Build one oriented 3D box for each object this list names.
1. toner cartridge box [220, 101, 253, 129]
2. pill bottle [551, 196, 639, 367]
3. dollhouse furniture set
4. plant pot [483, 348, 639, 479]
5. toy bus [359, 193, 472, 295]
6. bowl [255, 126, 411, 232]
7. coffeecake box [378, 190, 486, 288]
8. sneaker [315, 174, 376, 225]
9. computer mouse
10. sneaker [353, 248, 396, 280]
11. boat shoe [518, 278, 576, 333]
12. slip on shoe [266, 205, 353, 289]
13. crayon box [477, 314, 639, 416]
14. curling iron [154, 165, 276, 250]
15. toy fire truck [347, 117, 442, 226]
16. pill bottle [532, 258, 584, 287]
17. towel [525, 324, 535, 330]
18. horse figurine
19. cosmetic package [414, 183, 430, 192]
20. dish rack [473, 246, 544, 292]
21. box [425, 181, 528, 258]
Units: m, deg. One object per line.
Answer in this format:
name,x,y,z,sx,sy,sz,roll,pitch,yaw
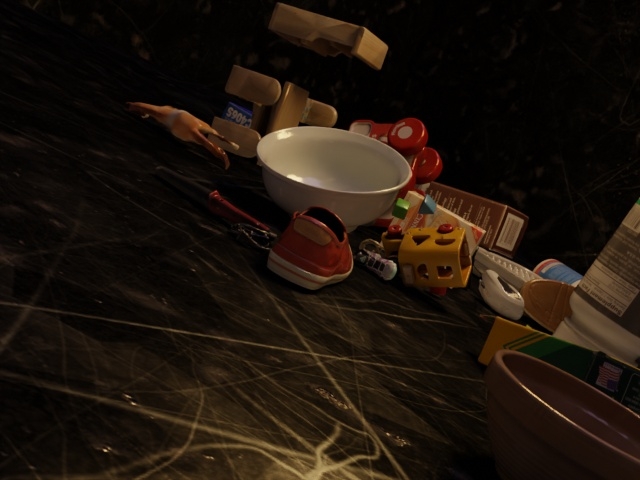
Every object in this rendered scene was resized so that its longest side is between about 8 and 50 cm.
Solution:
toner cartridge box,-0.132,-0.296,2.620,0.348,0.075,0.165,35,13,37
pill bottle,0.636,0.103,1.772,0.204,0.361,0.204,30,12,-7
dollhouse furniture set,-0.034,-0.355,2.207,0.257,0.393,0.362,22,6,23
plant pot,0.258,0.219,0.899,0.237,0.109,0.237,26,10,-5
toy bus,0.181,0.036,1.639,0.191,0.202,0.104,34,40,-5
bowl,0.016,-0.103,1.703,0.298,0.134,0.297,8,30,-4
coffeecake box,0.244,-0.003,1.925,0.186,0.142,0.068,30,10,12
sneaker,0.063,-0.095,1.966,0.148,0.131,0.350,37,15,9
computer mouse,0.369,0.102,1.923,0.042,0.106,0.193,-8,38,-32
sneaker,0.090,0.040,1.600,0.069,0.038,0.098,21,2,-30
boat shoe,0.592,0.189,2.063,0.342,0.123,0.123,20,-18,-17
slip on shoe,0.000,0.000,1.358,0.123,0.101,0.331,27,8,6
crayon box,0.372,0.199,1.283,0.202,0.081,0.318,25,-2,-17
curling iron,-0.170,-0.059,1.383,0.274,0.035,0.068,35,11,34
toy fire truck,0.153,-0.172,2.239,0.254,0.302,0.169,5,-26,28
pill bottle,0.695,0.148,2.455,0.124,0.124,0.221,22,11,-33
towel,0.470,0.205,1.865,0.083,0.009,0.060,31,11,15
horse figurine,-0.291,-0.243,1.931,0.263,0.066,0.174,33,5,41
cosmetic package,0.177,-0.134,2.401,0.184,0.151,0.151,30,10,13
dish rack,0.543,0.128,2.298,0.286,0.072,0.333,20,13,-36
box,0.382,-0.079,2.552,0.382,0.143,0.191,24,4,34
